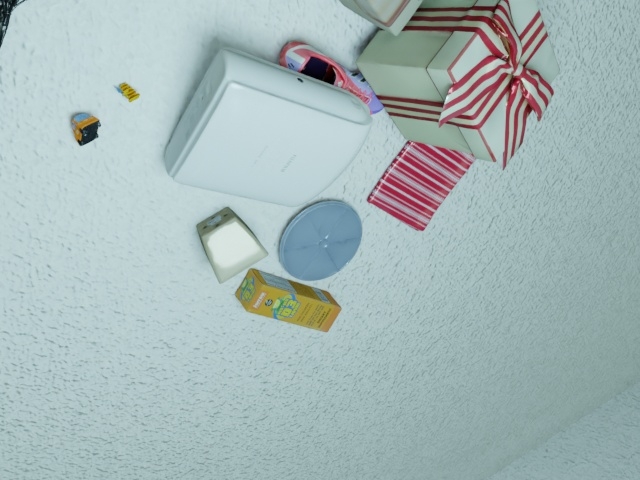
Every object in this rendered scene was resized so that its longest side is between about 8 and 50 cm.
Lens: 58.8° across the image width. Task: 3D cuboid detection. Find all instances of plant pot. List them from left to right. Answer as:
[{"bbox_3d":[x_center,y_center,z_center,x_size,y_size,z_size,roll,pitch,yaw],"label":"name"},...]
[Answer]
[{"bbox_3d":[-0.181,0.000,1.101,0.109,0.109,0.096,-32,119,-7],"label":"plant pot"}]

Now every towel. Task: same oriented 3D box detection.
[{"bbox_3d":[0.249,-0.160,1.280,0.199,0.031,0.275,26,106,-38],"label":"towel"}]

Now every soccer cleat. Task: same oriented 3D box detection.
[{"bbox_3d":[0.035,-0.282,1.033,0.248,0.095,0.083,20,109,-37],"label":"soccer cleat"}]

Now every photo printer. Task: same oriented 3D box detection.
[{"bbox_3d":[-0.079,-0.175,0.987,0.308,0.107,0.256,11,140,-35],"label":"photo printer"}]

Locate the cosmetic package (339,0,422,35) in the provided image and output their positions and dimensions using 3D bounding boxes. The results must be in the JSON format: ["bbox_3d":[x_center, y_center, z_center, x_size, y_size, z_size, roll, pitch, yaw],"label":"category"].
[{"bbox_3d":[0.069,-0.438,0.835,0.153,0.129,0.296,-56,162,14],"label":"cosmetic package"}]

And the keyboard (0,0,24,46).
[{"bbox_3d":[-0.510,-0.309,0.752,0.202,0.033,0.317,21,109,-31],"label":"keyboard"}]

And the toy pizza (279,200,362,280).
[{"bbox_3d":[0.000,0.000,1.245,0.201,0.032,0.201,-15,126,-22],"label":"toy pizza"}]

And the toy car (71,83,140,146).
[{"bbox_3d":[-0.352,-0.206,0.919,0.122,0.060,0.040,-43,89,-19],"label":"toy car"}]

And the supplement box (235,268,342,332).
[{"bbox_3d":[-0.068,0.137,1.269,0.233,0.080,0.078,21,107,-35],"label":"supplement box"}]

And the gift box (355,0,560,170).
[{"bbox_3d":[0.250,-0.286,1.006,0.255,0.258,0.276,39,80,-41],"label":"gift box"}]
